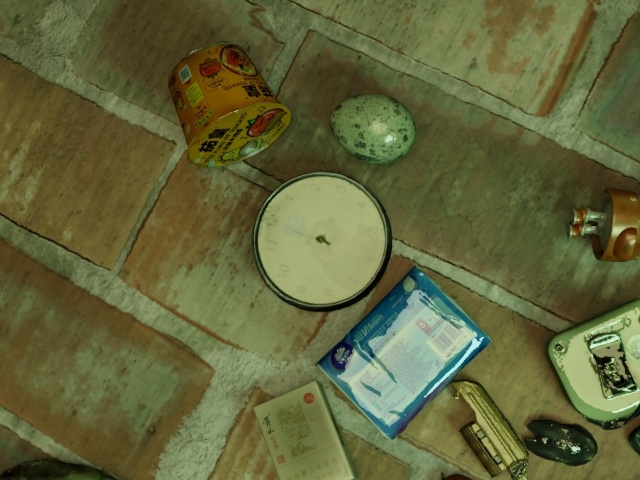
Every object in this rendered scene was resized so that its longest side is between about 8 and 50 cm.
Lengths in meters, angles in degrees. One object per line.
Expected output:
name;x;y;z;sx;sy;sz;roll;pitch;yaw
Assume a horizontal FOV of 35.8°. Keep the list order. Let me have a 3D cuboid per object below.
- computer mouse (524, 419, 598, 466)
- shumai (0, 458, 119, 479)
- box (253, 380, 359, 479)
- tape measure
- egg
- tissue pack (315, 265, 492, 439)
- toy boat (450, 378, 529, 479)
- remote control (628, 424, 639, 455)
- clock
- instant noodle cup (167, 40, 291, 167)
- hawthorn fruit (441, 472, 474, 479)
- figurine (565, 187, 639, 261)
computer mouse;0.445;0.374;1.831;0.135;0.047;0.079;14;86;11
shumai;-0.510;0.596;1.798;0.395;0.348;0.395;0;88;5
box;-0.028;0.384;1.875;0.141;0.058;0.201;-26;73;5
tape measure;0.547;0.221;1.798;0.235;0.115;0.207;-25;79;5
egg;0.099;-0.216;1.894;0.172;0.132;0.132;21;88;21
tissue pack;0.158;0.206;1.836;0.263;0.146;0.198;-46;79;3
toy boat;0.310;0.356;1.841;0.088;0.068;0.226;-37;81;9
remote control;0.663;0.317;1.803;0.222;0.042;0.072;-36;66;4
clock;0.000;0.000;1.926;0.281;0.055;0.280;-1;85;7
instant noodle cup;-0.187;-0.266;1.910;0.216;0.216;0.172;-28;72;5
hawthorn fruit;0.256;0.472;1.838;0.093;0.081;0.081;31;89;39
figurine;0.588;-0.026;1.817;0.271;0.143;0.143;-5;83;-13
